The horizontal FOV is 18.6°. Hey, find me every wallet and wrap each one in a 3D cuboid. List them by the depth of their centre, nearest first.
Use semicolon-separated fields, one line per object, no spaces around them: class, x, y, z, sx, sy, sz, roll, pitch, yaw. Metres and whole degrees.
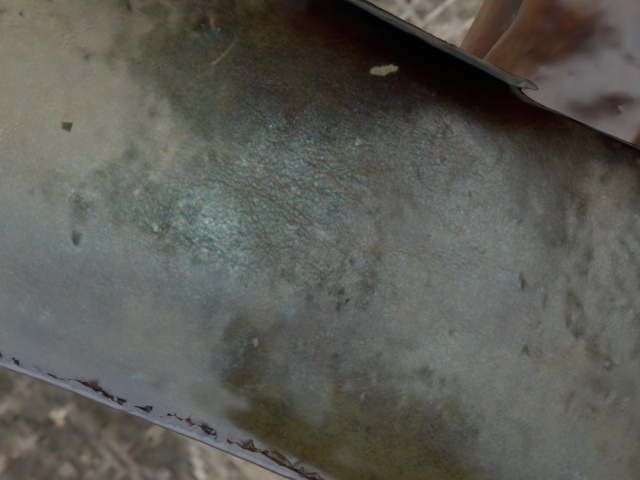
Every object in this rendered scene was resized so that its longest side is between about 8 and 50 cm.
wallet;0.000;0.000;0.547;0.255;0.137;0.031;24;173;-14

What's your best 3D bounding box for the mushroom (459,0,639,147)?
mushroom;0.123;-0.021;0.785;0.267;0.267;0.254;-25;97;50
